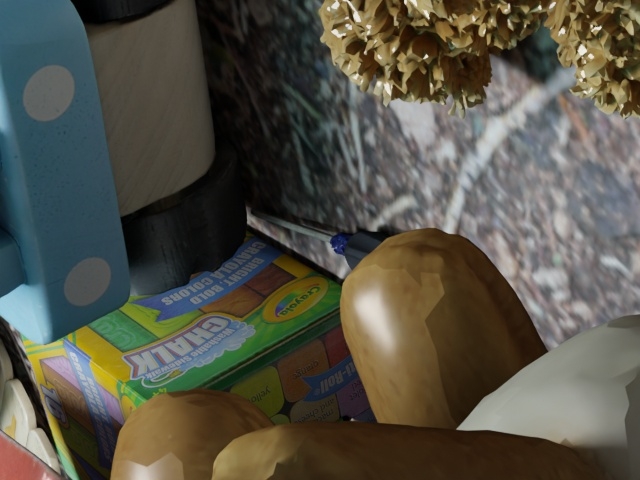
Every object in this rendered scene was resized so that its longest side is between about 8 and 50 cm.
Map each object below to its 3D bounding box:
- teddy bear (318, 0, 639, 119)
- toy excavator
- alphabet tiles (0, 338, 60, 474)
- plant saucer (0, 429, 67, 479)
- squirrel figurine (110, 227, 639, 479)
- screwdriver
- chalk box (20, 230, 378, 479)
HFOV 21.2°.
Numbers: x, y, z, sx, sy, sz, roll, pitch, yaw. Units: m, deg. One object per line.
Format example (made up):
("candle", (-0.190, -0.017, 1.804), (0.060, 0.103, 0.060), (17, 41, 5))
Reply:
("teddy bear", (0.063, -0.148, 0.548), (0.245, 0.113, 0.338), (62, 162, 16))
("toy excavator", (-0.228, -0.014, 0.787), (0.433, 0.445, 0.222), (35, 143, 41))
("alphabet tiles", (-0.282, 0.228, 1.498), (0.284, 0.021, 0.278), (57, 144, 35))
("plant saucer", (-0.089, 0.187, 0.859), (0.258, 0.047, 0.259), (45, 166, -20))
("squirrel figurine", (0.079, 0.196, 0.579), (0.397, 0.281, 0.370), (50, 138, -1))
("screwdriver", (0.000, 0.000, 0.863), (0.170, 0.025, 0.024), (15, 127, 56))
("chalk box", (-0.050, 0.090, 0.916), (0.213, 0.132, 0.132), (27, 137, 48))
